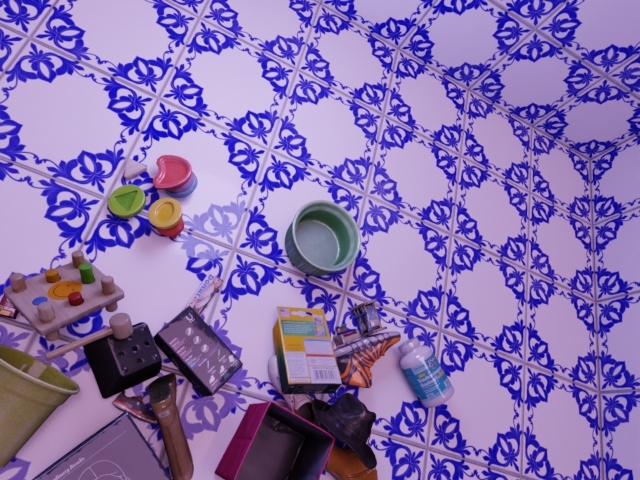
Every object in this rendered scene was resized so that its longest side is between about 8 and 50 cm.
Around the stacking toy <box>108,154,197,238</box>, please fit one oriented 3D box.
[{"bbox_3d":[-0.613,-0.162,1.742,0.279,0.130,0.309,6,62,5],"label":"stacking toy"}]

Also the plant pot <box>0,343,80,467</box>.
[{"bbox_3d":[-0.866,0.463,1.280,0.276,0.276,0.254,33,72,-11],"label":"plant pot"}]

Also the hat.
[{"bbox_3d":[0.118,0.622,1.618,0.331,0.331,0.134,45,86,-4],"label":"hat"}]

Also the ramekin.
[{"bbox_3d":[0.000,0.000,1.916,0.303,0.148,0.304,9,67,-23],"label":"ramekin"}]

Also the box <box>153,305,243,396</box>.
[{"bbox_3d":[-0.414,0.375,1.563,0.270,0.165,0.143,48,59,-2],"label":"box"}]

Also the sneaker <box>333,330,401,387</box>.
[{"bbox_3d":[0.195,0.481,1.854,0.320,0.124,0.180,-16,82,-19],"label":"sneaker"}]

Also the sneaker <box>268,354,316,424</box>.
[{"bbox_3d":[-0.090,0.541,1.681,0.105,0.123,0.290,-25,81,-29],"label":"sneaker"}]

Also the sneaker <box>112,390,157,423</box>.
[{"bbox_3d":[-0.580,0.531,1.488,0.157,0.061,0.065,34,54,-11],"label":"sneaker"}]

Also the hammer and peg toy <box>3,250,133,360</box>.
[{"bbox_3d":[-0.740,0.183,1.385,0.361,0.128,0.265,29,38,30],"label":"hammer and peg toy"}]

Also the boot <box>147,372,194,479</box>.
[{"bbox_3d":[-0.473,0.589,1.477,0.089,0.236,0.270,-15,101,-9],"label":"boot"}]

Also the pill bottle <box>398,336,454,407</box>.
[{"bbox_3d":[0.423,0.536,1.912,0.146,0.146,0.264,-27,83,-31],"label":"pill bottle"}]

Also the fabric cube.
[{"bbox_3d":[-0.153,0.700,1.509,0.254,0.258,0.259,34,60,-11],"label":"fabric cube"}]

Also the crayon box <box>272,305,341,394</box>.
[{"bbox_3d":[-0.059,0.403,1.724,0.202,0.083,0.323,8,44,-23],"label":"crayon box"}]

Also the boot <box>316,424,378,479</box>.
[{"bbox_3d":[0.094,0.781,1.691,0.211,0.104,0.295,-14,86,-35],"label":"boot"}]

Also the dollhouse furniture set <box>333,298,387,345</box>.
[{"bbox_3d":[0.147,0.328,1.870,0.183,0.129,0.130,-12,76,-29],"label":"dollhouse furniture set"}]

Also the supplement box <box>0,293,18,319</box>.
[{"bbox_3d":[-0.960,0.196,1.443,0.054,0.043,0.083,20,64,-19],"label":"supplement box"}]

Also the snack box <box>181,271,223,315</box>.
[{"bbox_3d":[-0.431,0.203,1.706,0.064,0.022,0.178,35,60,-8],"label":"snack box"}]

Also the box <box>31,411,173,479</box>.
[{"bbox_3d":[-0.576,0.743,1.317,0.293,0.212,0.396,-33,88,-31],"label":"box"}]

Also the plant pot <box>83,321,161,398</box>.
[{"bbox_3d":[-0.603,0.359,1.459,0.187,0.167,0.188,-18,79,-41],"label":"plant pot"}]
